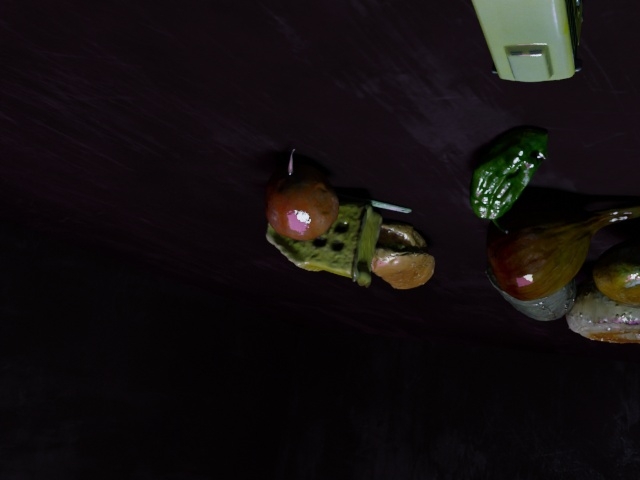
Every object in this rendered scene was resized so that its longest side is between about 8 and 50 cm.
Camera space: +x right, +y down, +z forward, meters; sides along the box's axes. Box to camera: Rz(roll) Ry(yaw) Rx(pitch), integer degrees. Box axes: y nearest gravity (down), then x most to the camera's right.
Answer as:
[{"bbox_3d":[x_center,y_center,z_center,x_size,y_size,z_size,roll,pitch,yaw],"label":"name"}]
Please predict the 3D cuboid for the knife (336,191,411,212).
[{"bbox_3d":[0.092,-0.083,1.480,0.207,0.014,0.030,11,167,-11],"label":"knife"}]

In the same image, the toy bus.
[{"bbox_3d":[0.195,-0.220,0.656,0.088,0.101,0.175,4,167,25],"label":"toy bus"}]

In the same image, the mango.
[{"bbox_3d":[0.607,0.057,1.291,0.192,0.146,0.316,-19,168,42],"label":"mango"}]

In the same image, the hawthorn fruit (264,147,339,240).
[{"bbox_3d":[-0.052,-0.086,1.331,0.149,0.149,0.189,-4,138,46],"label":"hawthorn fruit"}]

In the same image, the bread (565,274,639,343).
[{"bbox_3d":[0.724,0.153,1.642,0.305,0.159,0.305,4,168,1],"label":"bread"}]

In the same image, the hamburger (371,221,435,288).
[{"bbox_3d":[0.202,0.044,1.682,0.130,0.124,0.262,4,166,23],"label":"hamburger"}]

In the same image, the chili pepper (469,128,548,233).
[{"bbox_3d":[0.293,-0.098,1.126,0.100,0.074,0.257,26,163,8],"label":"chili pepper"}]

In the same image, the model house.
[{"bbox_3d":[0.000,0.000,1.505,0.234,0.175,0.193,5,175,16],"label":"model house"}]

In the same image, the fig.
[{"bbox_3d":[0.438,-0.014,1.282,0.290,0.191,0.190,-30,159,5],"label":"fig"}]

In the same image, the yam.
[{"bbox_3d":[0.457,0.072,1.518,0.168,0.168,0.304,3,164,29],"label":"yam"}]
